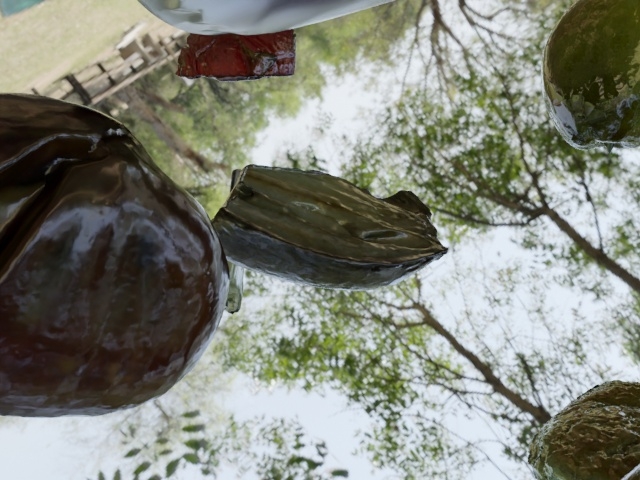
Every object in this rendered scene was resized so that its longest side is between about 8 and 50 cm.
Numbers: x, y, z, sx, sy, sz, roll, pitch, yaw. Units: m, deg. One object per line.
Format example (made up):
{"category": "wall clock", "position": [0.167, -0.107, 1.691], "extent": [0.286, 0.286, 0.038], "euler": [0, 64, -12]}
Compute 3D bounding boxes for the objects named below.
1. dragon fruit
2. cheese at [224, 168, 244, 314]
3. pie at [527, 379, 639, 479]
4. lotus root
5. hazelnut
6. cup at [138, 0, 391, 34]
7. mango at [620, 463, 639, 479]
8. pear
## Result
{"category": "dragon fruit", "position": [-0.123, -0.290, 0.940], "extent": [0.161, 0.127, 0.121], "euler": [-10, -170, -29]}
{"category": "cheese", "position": [-0.148, -0.002, 1.070], "extent": [0.127, 0.050, 0.234], "euler": [79, 17, -77]}
{"category": "pie", "position": [0.577, 0.412, 1.148], "extent": [0.395, 0.180, 0.418], "euler": [-9, -154, -27]}
{"category": "lotus root", "position": [-0.002, 0.003, 0.860], "extent": [0.210, 0.314, 0.142], "euler": [-97, -154, -51]}
{"category": "hazelnut", "position": [-0.178, 0.006, 0.435], "extent": [0.217, 0.251, 0.217], "euler": [-43, -159, 21]}
{"category": "cup", "position": [-0.021, -0.301, 0.527], "extent": [0.253, 0.253, 0.372], "euler": [-46, -153, -25]}
{"category": "mango", "position": [0.160, 0.167, 0.301], "extent": [0.115, 0.165, 0.089], "euler": [-40, -130, -23]}
{"category": "pear", "position": [0.522, -0.313, 1.131], "extent": [0.269, 0.269, 0.321], "euler": [-152, -110, -71]}
